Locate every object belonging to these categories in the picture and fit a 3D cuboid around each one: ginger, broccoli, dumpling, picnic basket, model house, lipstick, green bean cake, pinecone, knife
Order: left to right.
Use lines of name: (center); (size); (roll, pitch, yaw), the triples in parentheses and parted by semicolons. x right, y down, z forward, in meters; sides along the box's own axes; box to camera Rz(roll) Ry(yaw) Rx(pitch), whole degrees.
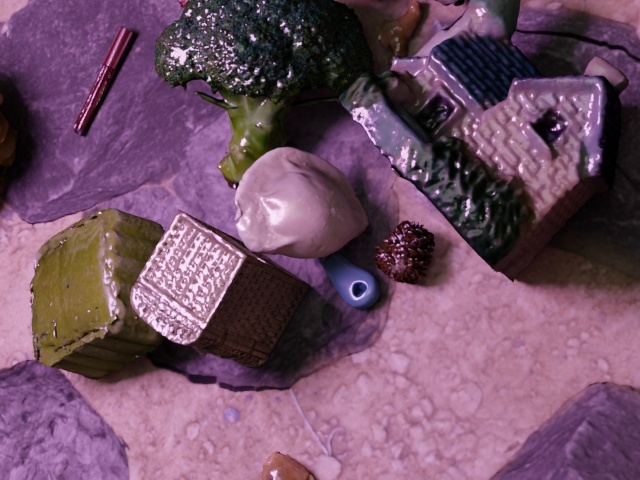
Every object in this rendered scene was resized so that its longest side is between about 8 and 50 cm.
green bean cake: (-0.308, 0.073, 1.913); (0.214, 0.113, 0.200); (-30, 57, 38)
lipstick: (-0.329, -0.240, 2.085); (0.027, 0.027, 0.176); (26, 90, 28)
picnic basket: (-0.135, 0.075, 1.814); (0.134, 0.196, 0.154); (33, 92, 28)
broccoli: (-0.069, -0.223, 1.854); (0.298, 0.297, 0.297); (15, 123, 27)
ginger: (-0.057, 0.380, 1.774); (0.133, 0.059, 0.214); (-20, 70, 14)
dumpling: (-0.025, -0.050, 1.801); (0.111, 0.181, 0.155); (-22, 85, 27)
knife: (0.002, -0.001, 1.871); (0.058, 0.032, 0.244); (-45, 59, 10)
ginger: (0.105, -0.287, 1.894); (0.048, 0.030, 0.097); (22, 88, 0)
pinecone: (0.112, 0.015, 1.789); (0.077, 0.077, 0.083); (23, 60, 28)
model house: (0.222, -0.150, 1.690); (0.284, 0.243, 0.298); (-42, 75, 4)

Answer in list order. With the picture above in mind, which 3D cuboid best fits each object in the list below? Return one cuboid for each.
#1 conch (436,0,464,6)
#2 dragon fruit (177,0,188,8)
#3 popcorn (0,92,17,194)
conch: (0.091, -0.406, 1.816); (0.313, 0.241, 0.186); (26, 124, 39)
dragon fruit: (-0.100, -0.500, 2.005); (0.282, 0.100, 0.343); (-15, 74, 19)
popcorn: (-0.622, -0.177, 2.039); (0.326, 0.321, 0.290); (22, 86, 9)
